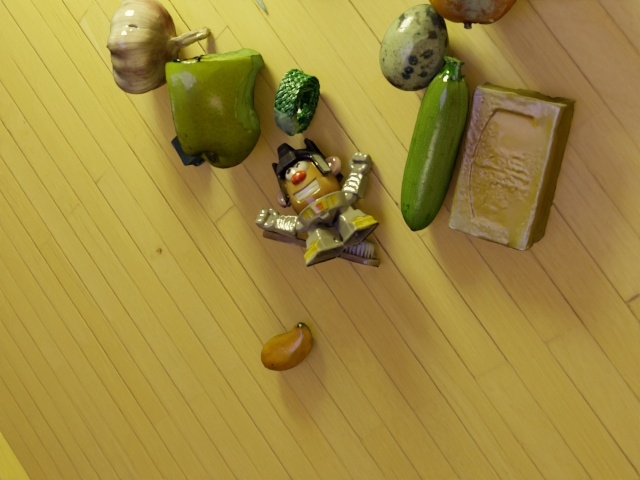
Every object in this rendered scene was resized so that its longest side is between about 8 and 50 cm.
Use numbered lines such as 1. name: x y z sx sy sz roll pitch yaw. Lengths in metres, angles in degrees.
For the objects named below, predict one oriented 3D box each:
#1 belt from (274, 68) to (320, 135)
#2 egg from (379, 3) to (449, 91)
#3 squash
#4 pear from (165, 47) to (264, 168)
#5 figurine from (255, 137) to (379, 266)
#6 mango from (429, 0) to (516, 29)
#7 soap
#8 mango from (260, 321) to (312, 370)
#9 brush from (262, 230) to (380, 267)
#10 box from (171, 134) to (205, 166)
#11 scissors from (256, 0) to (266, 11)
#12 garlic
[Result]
1. belt: -0.064 -0.322 1.756 0.079 0.121 0.151 24 121 22
2. egg: 0.196 -0.395 1.553 0.141 0.141 0.182 31 122 21
3. squash: 0.242 -0.197 1.597 0.107 0.107 0.395 25 127 24
4. pear: -0.230 -0.305 1.793 0.176 0.286 0.282 4 108 12
5. figurine: -0.009 -0.097 1.766 0.308 0.308 0.143 40 163 16
6. mango: 0.281 -0.592 1.409 0.221 0.199 0.384 5 96 39
7. soap: 0.383 -0.150 1.547 0.199 0.091 0.315 21 115 27
8. mango: -0.087 0.288 1.999 0.190 0.075 0.098 -39 91 29
9. brush: 0.000 0.000 1.859 0.327 0.070 0.065 13 95 29
10. box: -0.346 -0.247 2.002 0.074 0.054 0.099 -33 86 34
11. scissors: -0.196 -0.654 1.799 0.247 0.017 0.144 44 124 12
12. garlic: -0.397 -0.496 1.887 0.253 0.245 0.245 -4 105 0
